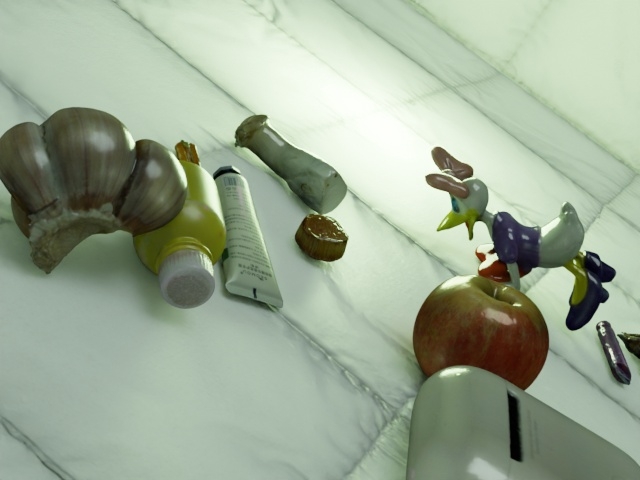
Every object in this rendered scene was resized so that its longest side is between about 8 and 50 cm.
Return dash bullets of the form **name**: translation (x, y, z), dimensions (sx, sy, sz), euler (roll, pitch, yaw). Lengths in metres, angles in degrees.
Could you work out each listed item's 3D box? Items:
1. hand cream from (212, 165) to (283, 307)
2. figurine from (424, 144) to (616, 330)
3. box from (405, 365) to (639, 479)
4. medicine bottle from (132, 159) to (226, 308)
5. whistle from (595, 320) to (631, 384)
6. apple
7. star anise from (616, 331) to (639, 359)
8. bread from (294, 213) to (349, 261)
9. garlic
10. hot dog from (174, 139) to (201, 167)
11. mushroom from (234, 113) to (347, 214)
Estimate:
- **hand cream**: translation (-0.117, -0.009, 1.591), dimensions (0.095, 0.059, 0.276), euler (20, 33, -30)
- **figurine**: translation (0.358, -0.010, 1.989), dimensions (0.421, 0.193, 0.154), euler (26, 29, -5)
- **box**: translation (0.267, 0.312, 1.359), dimensions (0.349, 0.141, 0.288), euler (30, 27, -7)
- **medicine bottle**: translation (-0.181, -0.003, 1.414), dimensions (0.122, 0.122, 0.212), euler (21, 28, -25)
- **whistle**: translation (0.535, 0.203, 2.002), dimensions (0.033, 0.033, 0.176), euler (27, 26, -13)
- **apple**: translation (0.233, 0.144, 1.600), dimensions (0.209, 0.164, 0.209), euler (21, 18, -7)
- **star anise**: translation (0.639, 0.216, 2.069), dimensions (0.129, 0.056, 0.124), euler (3, 39, -23)
- **bread**: translation (0.000, 0.000, 1.708), dimensions (0.085, 0.053, 0.085), euler (15, 32, -10)
- **garlic**: translation (-0.282, -0.085, 1.326), dimensions (0.160, 0.214, 0.191), euler (71, -3, -49)
- **hot dog**: translation (-0.210, -0.128, 1.727), dimensions (0.037, 0.021, 0.083), euler (2, 38, -15)
- **mushroom**: translation (-0.052, -0.135, 1.859), dimensions (0.223, 0.081, 0.092), euler (41, 6, 21)
